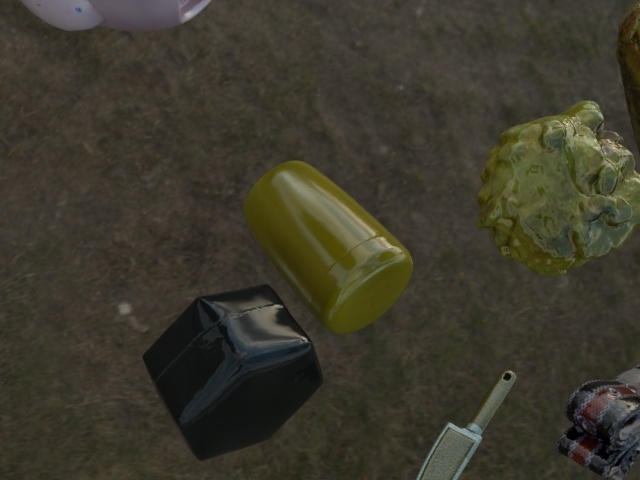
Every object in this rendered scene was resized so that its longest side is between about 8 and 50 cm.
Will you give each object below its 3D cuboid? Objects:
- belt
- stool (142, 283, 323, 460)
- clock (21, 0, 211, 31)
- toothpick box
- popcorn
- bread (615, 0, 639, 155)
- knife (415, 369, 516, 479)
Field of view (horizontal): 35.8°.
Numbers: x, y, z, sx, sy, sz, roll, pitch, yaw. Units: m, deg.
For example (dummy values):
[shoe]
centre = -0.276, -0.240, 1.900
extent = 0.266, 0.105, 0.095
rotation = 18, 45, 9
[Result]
[belt]
centre = 0.466, 0.221, 1.404
extent = 0.359, 0.094, 0.126
rotation = -23, 127, -40
[stool]
centre = -0.119, 0.177, 1.348
extent = 0.232, 0.232, 0.141
rotation = -13, 50, -35
[clock]
centre = -0.217, -0.418, 1.093
extent = 0.250, 0.377, 0.368
rotation = 24, 76, 12
[toothpick box]
centre = 0.000, 0.000, 1.556
extent = 0.175, 0.175, 0.271
rotation = -21, 54, -35
[popcorn]
centre = 0.338, -0.073, 1.404
extent = 0.233, 0.192, 0.266
rotation = 32, 72, -3
[bread]
centre = 0.313, -0.074, 0.839
extent = 0.084, 0.077, 0.367
rotation = -63, 144, -16
[knife]
centre = 0.224, 0.318, 1.584
extent = 0.061, 0.027, 0.343
rotation = 26, 47, 19
